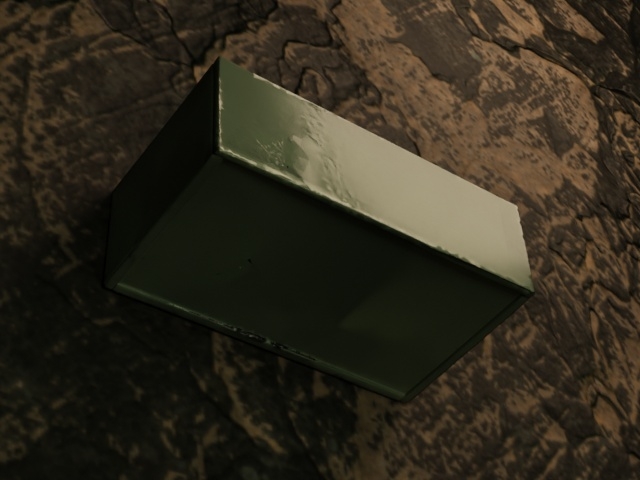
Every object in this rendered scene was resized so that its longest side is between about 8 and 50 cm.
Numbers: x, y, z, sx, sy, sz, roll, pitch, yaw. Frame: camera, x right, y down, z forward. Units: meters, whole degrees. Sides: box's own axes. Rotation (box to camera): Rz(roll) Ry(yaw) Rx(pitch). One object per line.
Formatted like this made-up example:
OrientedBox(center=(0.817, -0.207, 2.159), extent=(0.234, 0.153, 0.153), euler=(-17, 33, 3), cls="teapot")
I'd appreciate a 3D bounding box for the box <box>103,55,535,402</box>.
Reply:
OrientedBox(center=(0.000, 0.000, 0.787), extent=(0.225, 0.129, 0.086), euler=(25, 40, -26), cls="box")
